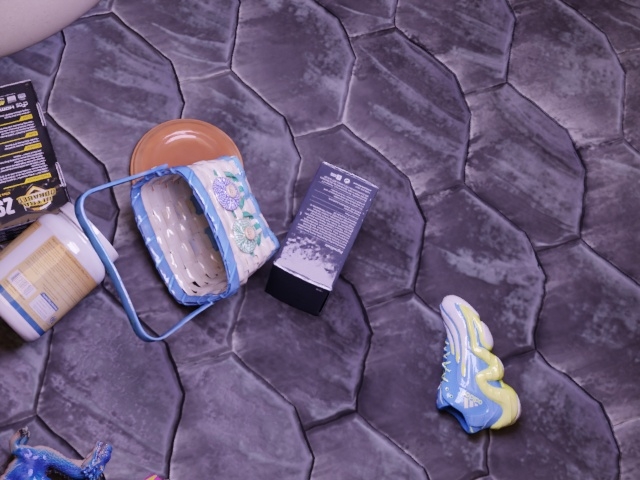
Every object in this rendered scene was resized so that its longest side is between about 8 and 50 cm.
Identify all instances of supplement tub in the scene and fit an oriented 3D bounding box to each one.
[{"bbox_3d":[-0.437,0.049,1.858,0.200,0.144,0.144,-43,81,-12],"label":"supplement tub"}]

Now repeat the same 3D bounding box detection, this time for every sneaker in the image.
[{"bbox_3d":[0.235,0.213,1.946,0.126,0.091,0.240,-24,76,-16],"label":"sneaker"}]

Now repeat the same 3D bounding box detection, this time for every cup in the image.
[{"bbox_3d":[-0.569,-0.441,1.972,0.331,0.331,0.237,44,95,8],"label":"cup"}]

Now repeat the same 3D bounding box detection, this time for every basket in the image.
[{"bbox_3d":[-0.228,-0.007,1.859,0.289,0.201,0.254,-31,99,-35],"label":"basket"}]

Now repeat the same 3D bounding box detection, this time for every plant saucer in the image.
[{"bbox_3d":[-0.232,-0.126,2.027,0.200,0.037,0.200,3,69,-7],"label":"plant saucer"}]

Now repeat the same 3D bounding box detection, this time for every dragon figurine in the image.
[{"bbox_3d":[-0.450,0.386,1.772,0.144,0.085,0.289,44,70,8],"label":"dragon figurine"}]

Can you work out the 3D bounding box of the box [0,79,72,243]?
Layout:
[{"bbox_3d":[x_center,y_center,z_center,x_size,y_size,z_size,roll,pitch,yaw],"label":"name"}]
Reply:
[{"bbox_3d":[-0.600,-0.108,1.940,0.322,0.079,0.257,-17,75,-15],"label":"box"}]

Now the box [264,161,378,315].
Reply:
[{"bbox_3d":[0.000,0.000,1.954,0.108,0.153,0.207,25,67,1],"label":"box"}]

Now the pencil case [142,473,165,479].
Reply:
[{"bbox_3d":[-0.325,0.445,1.766,0.236,0.104,0.104,-25,75,-17],"label":"pencil case"}]
